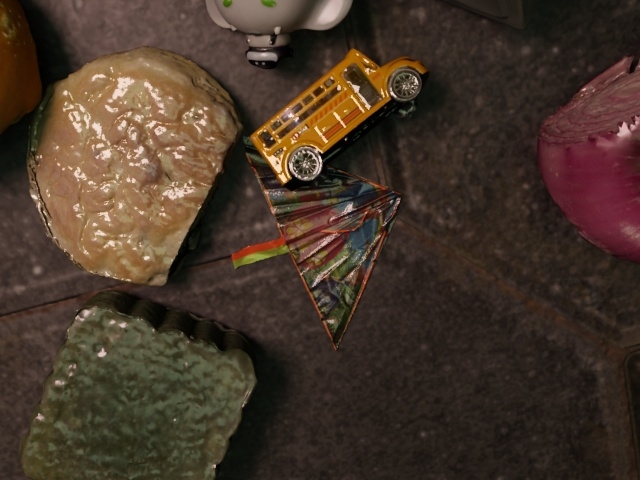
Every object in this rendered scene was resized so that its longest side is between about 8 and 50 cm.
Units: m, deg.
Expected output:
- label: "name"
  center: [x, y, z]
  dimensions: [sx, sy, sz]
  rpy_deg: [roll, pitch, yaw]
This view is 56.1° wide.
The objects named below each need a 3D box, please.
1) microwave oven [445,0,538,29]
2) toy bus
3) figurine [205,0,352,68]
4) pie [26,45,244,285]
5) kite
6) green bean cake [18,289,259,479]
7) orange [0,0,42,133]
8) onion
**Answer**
- label: "microwave oven"
  center: [0.147, -0.299, 0.462]
  dimensions: [0.122, 0.162, 0.208]
  rpy_deg: [28, 101, 16]
- label: "toy bus"
  center: [0.019, -0.114, 0.543]
  dimensions: [0.162, 0.069, 0.074]
  rpy_deg: [-38, 86, 4]
- label: "figurine"
  center: [-0.046, -0.240, 0.492]
  dimensions: [0.147, 0.126, 0.193]
  rpy_deg: [10, 113, 30]
- label: "pie"
  center: [-0.178, -0.072, 0.551]
  dimensions: [0.185, 0.052, 0.218]
  rpy_deg: [28, 101, -11]
- label: "kite"
  center: [0.000, 0.000, 0.601]
  dimensions: [0.183, 0.014, 0.241]
  rpy_deg: [-18, 105, 1]
- label: "green bean cake"
  center: [-0.169, 0.155, 0.584]
  dimensions: [0.183, 0.094, 0.185]
  rpy_deg: [22, 100, -8]
- label: "orange"
  center: [-0.350, -0.129, 0.469]
  dimensions: [0.237, 0.158, 0.179]
  rpy_deg: [-22, 99, 3]
- label: "onion"
  center: [0.312, -0.072, 0.529]
  dimensions: [0.200, 0.200, 0.207]
  rpy_deg: [46, 75, -12]
